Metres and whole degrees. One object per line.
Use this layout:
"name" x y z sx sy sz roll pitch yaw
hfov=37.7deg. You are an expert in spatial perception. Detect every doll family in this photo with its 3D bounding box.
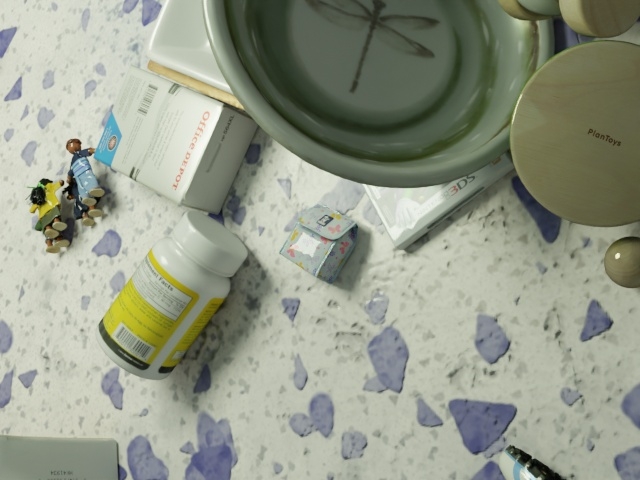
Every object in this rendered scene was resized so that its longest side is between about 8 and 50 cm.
"doll family" -0.391 -0.074 1.443 0.193 0.076 0.111 -34 58 18

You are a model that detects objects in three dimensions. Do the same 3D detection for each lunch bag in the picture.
"lunch bag" 0.000 0.000 1.166 0.071 0.053 0.083 32 89 34

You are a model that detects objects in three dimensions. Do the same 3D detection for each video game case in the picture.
"video game case" 0.119 -0.113 1.128 0.173 0.022 0.190 -38 61 21

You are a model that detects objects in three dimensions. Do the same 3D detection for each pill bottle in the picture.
"pill bottle" -0.194 0.071 1.241 0.208 0.119 0.119 -53 56 12

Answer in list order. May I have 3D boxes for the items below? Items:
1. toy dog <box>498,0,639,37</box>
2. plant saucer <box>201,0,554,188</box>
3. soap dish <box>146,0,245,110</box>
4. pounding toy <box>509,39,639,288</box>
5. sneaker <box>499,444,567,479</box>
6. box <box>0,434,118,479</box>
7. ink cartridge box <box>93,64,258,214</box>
"toy dog" 0.240 -0.365 0.932 0.220 0.161 0.333 -10 73 61
"plant saucer" 0.061 -0.238 1.048 0.100 0.401 0.400 136 134 -68
"soap dish" -0.079 -0.286 1.245 0.291 0.118 0.228 27 95 36
"pounding toy" 0.301 -0.087 0.966 0.183 0.110 0.237 -39 89 9
"sneaker" 0.242 0.304 0.909 0.086 0.085 0.237 -44 57 13
"box" -0.477 0.382 1.307 0.345 0.215 0.168 -18 69 30
"ink cartridge box" -0.205 -0.141 1.317 0.203 0.086 0.148 28 96 35
